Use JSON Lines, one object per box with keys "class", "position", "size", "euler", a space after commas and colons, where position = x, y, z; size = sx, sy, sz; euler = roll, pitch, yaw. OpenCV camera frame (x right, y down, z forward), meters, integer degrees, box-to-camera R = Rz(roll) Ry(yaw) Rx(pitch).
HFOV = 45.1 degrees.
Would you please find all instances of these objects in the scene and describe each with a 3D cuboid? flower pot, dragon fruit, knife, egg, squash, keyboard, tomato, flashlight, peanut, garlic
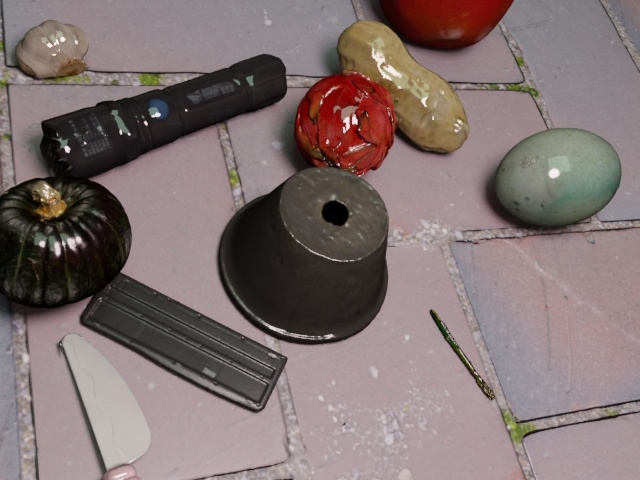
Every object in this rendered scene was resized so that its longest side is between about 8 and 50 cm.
{"class": "flower pot", "position": [0.000, 0.000, 1.117], "size": [0.269, 0.166, 0.268], "euler": [10, 56, -16]}
{"class": "dragon fruit", "position": [0.042, -0.186, 1.245], "size": [0.172, 0.172, 0.209], "euler": [36, 43, 4]}
{"class": "knife", "position": [-0.244, 0.252, 0.946], "size": [0.081, 0.043, 0.335], "euler": [-8, 60, -31]}
{"class": "egg", "position": [0.409, -0.109, 1.329], "size": [0.237, 0.169, 0.169], "euler": [-16, 66, -26]}
{"class": "squash", "position": [-0.343, -0.001, 1.001], "size": [0.193, 0.155, 0.193], "euler": [26, 31, -17]}
{"class": "keyboard", "position": [-0.134, 0.157, 1.052], "size": [0.381, 0.041, 0.103], "euler": [24, 55, 4]}
{"class": "tomato", "position": [0.247, -0.485, 1.463], "size": [0.299, 0.299, 0.226], "euler": [-3, 93, -21]}
{"class": "flashlight", "position": [-0.226, -0.200, 1.205], "size": [0.424, 0.103, 0.103], "euler": [-27, 71, -32]}
{"class": "peanut", "position": [0.145, -0.267, 1.363], "size": [0.290, 0.130, 0.130], "euler": [43, 55, 1]}
{"class": "garlic", "position": [-0.425, -0.305, 1.211], "size": [0.113, 0.074, 0.094], "euler": [-31, 83, -17]}

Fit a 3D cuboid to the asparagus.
{"class": "asparagus", "position": [0.215, 0.172, 1.178], "size": [0.016, 0.013, 0.166], "euler": [-26, 70, -20]}
